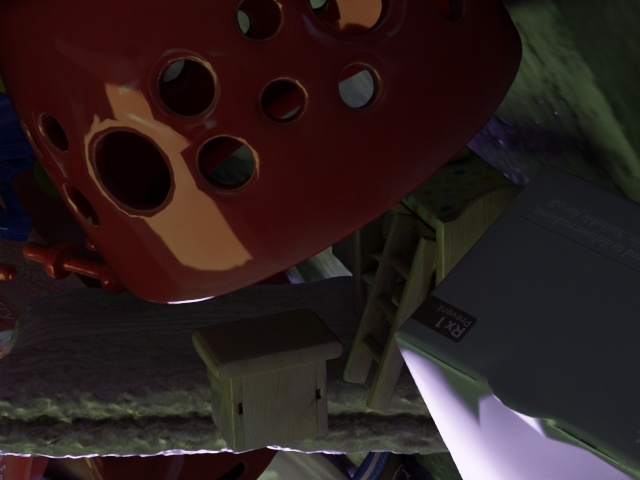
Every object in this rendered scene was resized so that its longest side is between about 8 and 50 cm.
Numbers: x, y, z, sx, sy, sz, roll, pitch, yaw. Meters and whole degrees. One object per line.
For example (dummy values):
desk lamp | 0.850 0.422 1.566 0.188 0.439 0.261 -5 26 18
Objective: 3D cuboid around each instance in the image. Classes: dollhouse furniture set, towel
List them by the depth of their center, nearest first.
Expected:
dollhouse furniture set | 0.000 0.000 0.822 0.182 0.161 0.101 -135 39 -60
towel | -0.027 0.061 0.899 0.187 0.282 0.049 -94 3 -78

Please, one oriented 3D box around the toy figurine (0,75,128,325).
toy figurine | -0.138 -0.101 0.979 0.191 0.217 0.362 15 -165 28

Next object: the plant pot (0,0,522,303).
plant pot | -0.043 -0.098 0.689 0.174 0.191 0.191 56 159 -18

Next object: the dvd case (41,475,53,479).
dvd case | -0.252 0.168 1.200 0.238 0.030 0.179 25 157 -4

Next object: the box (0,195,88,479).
box | -0.287 0.018 1.098 0.300 0.142 0.154 43 122 30

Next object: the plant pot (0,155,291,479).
plant pot | -0.171 0.072 1.255 0.265 0.272 0.272 10 145 45

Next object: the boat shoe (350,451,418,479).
boat shoe | 0.058 0.201 1.370 0.066 0.066 0.183 33 171 11

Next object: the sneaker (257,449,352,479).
sneaker | -0.010 0.268 1.508 0.305 0.152 0.114 39 164 13

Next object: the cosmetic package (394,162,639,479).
cosmetic package | 0.131 0.093 0.703 0.127 0.107 0.238 29 155 35
